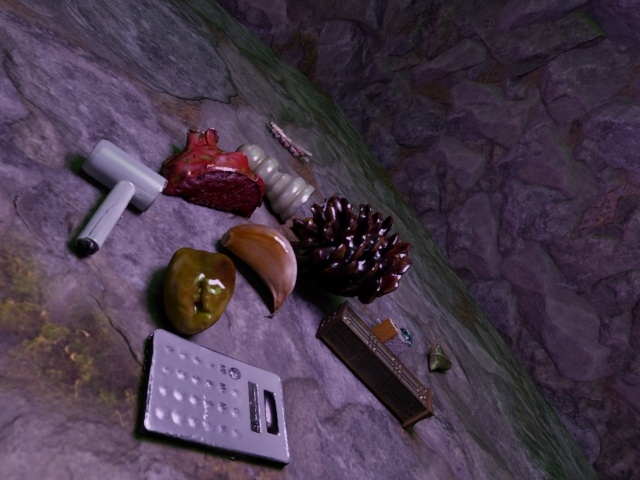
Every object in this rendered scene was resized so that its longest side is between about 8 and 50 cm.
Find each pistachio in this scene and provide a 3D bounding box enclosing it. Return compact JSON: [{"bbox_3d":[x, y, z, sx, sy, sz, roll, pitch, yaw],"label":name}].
[{"bbox_3d":[-0.203,0.065,0.719,0.110,0.100,0.189,44,23,-27],"label":"pistachio"}]

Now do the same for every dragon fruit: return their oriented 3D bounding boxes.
[{"bbox_3d":[-0.248,-0.179,1.001,0.211,0.134,0.262,56,21,24],"label":"dragon fruit"}]

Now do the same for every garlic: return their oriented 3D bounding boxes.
[{"bbox_3d":[-0.108,0.043,0.936,0.207,0.115,0.128,55,15,4],"label":"garlic"}]

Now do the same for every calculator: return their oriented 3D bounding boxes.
[{"bbox_3d":[-0.146,0.241,0.652,0.261,0.021,0.161,34,27,-36],"label":"calculator"}]

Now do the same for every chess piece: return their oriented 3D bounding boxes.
[{"bbox_3d":[-0.144,-0.178,1.233,0.243,0.133,0.133,43,22,-6],"label":"chess piece"}]

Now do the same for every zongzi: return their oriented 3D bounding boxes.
[{"bbox_3d":[0.391,0.413,1.414,0.104,0.052,0.113,50,33,-16],"label":"zongzi"}]

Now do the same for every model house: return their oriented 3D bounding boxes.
[{"bbox_3d":[0.193,0.259,1.209,0.100,0.087,0.101,50,17,-3],"label":"model house"}]

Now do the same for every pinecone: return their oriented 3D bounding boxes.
[{"bbox_3d":[0.063,0.017,1.083,0.295,0.242,0.298,20,10,-13],"label":"pinecone"}]

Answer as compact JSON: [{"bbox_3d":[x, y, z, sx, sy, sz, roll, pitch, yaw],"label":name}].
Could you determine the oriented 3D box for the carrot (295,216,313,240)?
[{"bbox_3d":[0.000,0.000,1.267,0.173,0.082,0.082,53,21,-2],"label":"carrot"}]

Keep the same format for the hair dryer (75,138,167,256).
[{"bbox_3d":[-0.352,-0.061,0.711,0.131,0.073,0.236,37,33,-27],"label":"hair dryer"}]

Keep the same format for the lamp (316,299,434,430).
[{"bbox_3d":[0.133,0.296,1.026,0.325,0.090,0.089,47,22,-6],"label":"lamp"}]

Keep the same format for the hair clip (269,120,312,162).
[{"bbox_3d":[-0.126,-0.386,1.716,0.214,0.056,0.062,37,39,-10],"label":"hair clip"}]
